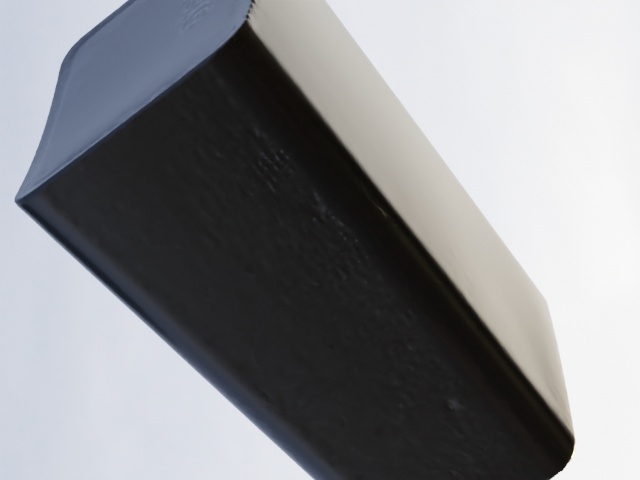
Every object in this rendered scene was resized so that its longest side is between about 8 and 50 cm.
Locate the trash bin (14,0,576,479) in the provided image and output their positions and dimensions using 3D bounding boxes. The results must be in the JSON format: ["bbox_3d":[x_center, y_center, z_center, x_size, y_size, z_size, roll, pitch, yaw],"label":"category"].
[{"bbox_3d":[0.000,0.000,0.780,0.225,0.115,0.165,48,-163,-20],"label":"trash bin"}]
